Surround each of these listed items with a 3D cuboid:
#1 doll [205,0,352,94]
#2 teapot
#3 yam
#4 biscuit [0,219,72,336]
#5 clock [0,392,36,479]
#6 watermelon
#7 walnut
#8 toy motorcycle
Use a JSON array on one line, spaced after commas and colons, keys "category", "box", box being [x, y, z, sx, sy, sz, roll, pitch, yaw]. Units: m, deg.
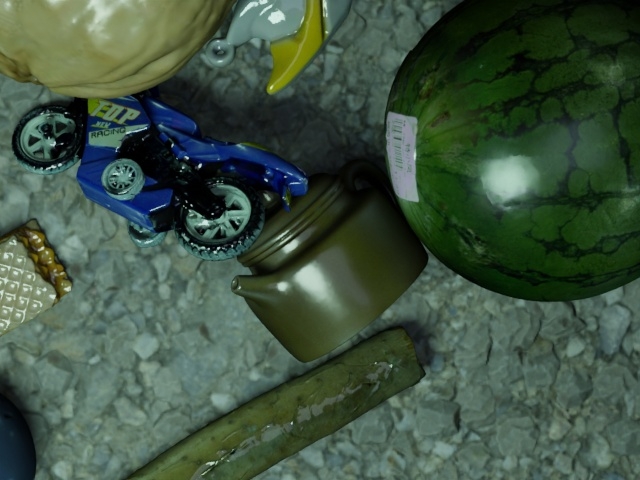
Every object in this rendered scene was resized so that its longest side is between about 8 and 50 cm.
[{"category": "doll", "box": [0.000, -0.294, 1.933, 0.316, 0.103, 0.145, -44, 97, -11]}, {"category": "teapot", "box": [0.000, 0.000, 1.916, 0.175, 0.186, 0.267, 52, 46, -10]}, {"category": "yam", "box": [-0.057, 0.205, 1.970, 0.372, 0.083, 0.083, -31, 99, -9]}, {"category": "biscuit", "box": [-0.439, 0.111, 1.896, 0.379, 0.054, 0.094, -30, 99, -8]}, {"category": "clock", "box": [-0.406, 0.249, 1.863, 0.243, 0.146, 0.199, -32, 74, -9]}, {"category": "watermelon", "box": [0.248, -0.105, 1.879, 0.363, 0.363, 0.363, -1, 94, -11]}, {"category": "walnut", "box": [-0.231, -0.324, 1.774, 0.381, 0.381, 0.381, -1, 94, -11]}, {"category": "toy motorcycle", "box": [-0.165, -0.090, 1.876, 0.315, 0.113, 0.169, 26, 67, 23]}]
